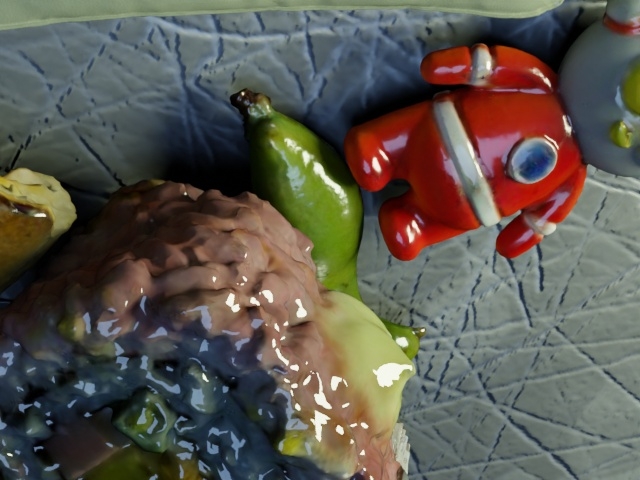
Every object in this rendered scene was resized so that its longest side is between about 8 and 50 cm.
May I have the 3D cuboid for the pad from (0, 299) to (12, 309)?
[{"bbox_3d":[-0.212,0.102,0.820,0.243,0.004,0.163,5,123,-11],"label":"pad"}]

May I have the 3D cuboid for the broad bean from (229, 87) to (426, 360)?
[{"bbox_3d":[0.000,0.000,0.752,0.070,0.048,0.213,-23,125,9],"label":"broad bean"}]

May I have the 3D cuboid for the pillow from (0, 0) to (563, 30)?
[{"bbox_3d":[-0.034,-0.213,0.557,0.322,0.120,0.255,-2,123,-6],"label":"pillow"}]

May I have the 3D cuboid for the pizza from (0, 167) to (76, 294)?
[{"bbox_3d":[-0.335,-0.035,0.644,0.409,0.114,0.277,-6,126,-4],"label":"pizza"}]

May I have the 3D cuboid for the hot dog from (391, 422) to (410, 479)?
[{"bbox_3d":[-0.034,0.162,0.853,0.191,0.059,0.108,-1,116,-5],"label":"hot dog"}]

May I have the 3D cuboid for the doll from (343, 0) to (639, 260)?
[{"bbox_3d":[0.139,-0.065,0.713,0.245,0.076,0.142,-19,125,10],"label":"doll"}]

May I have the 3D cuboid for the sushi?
[{"bbox_3d":[-0.058,0.105,0.708,0.236,0.171,0.270,-28,108,18],"label":"sushi"}]
